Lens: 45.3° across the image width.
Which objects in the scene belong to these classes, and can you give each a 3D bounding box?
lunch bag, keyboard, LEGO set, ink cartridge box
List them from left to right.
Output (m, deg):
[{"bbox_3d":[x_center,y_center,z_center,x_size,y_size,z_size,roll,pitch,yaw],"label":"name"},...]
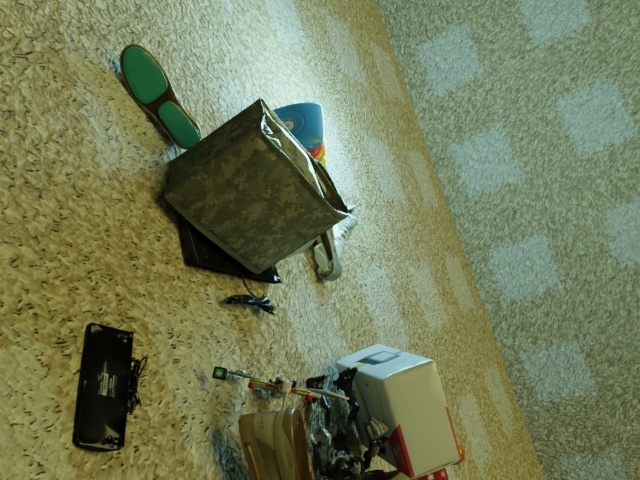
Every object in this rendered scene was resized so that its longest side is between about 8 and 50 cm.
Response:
[{"bbox_3d":[-0.308,0.218,1.116,0.100,0.038,0.192,21,49,-31],"label":"keyboard"},{"bbox_3d":[-0.172,0.055,1.555,0.317,0.033,0.201,20,46,-61],"label":"keyboard"},{"bbox_3d":[-0.114,-0.088,1.484,0.287,0.235,0.169,48,19,-30],"label":"lunch bag"},{"bbox_3d":[-0.085,0.276,1.393,0.244,0.182,0.060,32,64,-51],"label":"LEGO set"},{"bbox_3d":[0.165,0.368,1.700,0.306,0.131,0.226,173,-100,-72],"label":"ink cartridge box"}]

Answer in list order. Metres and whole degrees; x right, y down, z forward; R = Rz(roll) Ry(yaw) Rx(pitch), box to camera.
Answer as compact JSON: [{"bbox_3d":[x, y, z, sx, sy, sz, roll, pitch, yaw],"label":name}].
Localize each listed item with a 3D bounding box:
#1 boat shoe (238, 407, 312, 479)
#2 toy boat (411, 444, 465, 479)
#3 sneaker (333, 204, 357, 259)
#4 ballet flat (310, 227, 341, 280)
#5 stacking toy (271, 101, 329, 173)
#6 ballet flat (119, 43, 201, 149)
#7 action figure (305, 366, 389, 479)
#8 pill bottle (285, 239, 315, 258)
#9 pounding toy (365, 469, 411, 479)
[{"bbox_3d":[-0.072,0.451,1.340,0.121,0.110,0.341,-60,145,-75],"label":"boat shoe"},{"bbox_3d":[0.311,0.574,2.043,0.231,0.151,0.151,69,22,0],"label":"toy boat"},{"bbox_3d":[0.058,-0.028,2.067,0.080,0.094,0.212,55,26,-33],"label":"sneaker"},{"bbox_3d":[0.000,0.000,1.943,0.068,0.072,0.213,-1,72,-62],"label":"ballet flat"},{"bbox_3d":[-0.039,-0.187,1.954,0.302,0.175,0.165,65,19,-49],"label":"stacking toy"},{"bbox_3d":[-0.315,-0.277,1.488,0.232,0.080,0.073,60,-4,-27],"label":"ballet flat"},{"bbox_3d":[0.047,0.406,1.588,0.141,0.164,0.275,110,-30,-57],"label":"action figure"},{"bbox_3d":[-0.102,-0.074,1.684,0.215,0.117,0.117,62,20,16],"label":"pill bottle"},{"bbox_3d":[0.163,0.546,1.689,0.206,0.181,0.094,4,66,-66],"label":"pounding toy"}]
